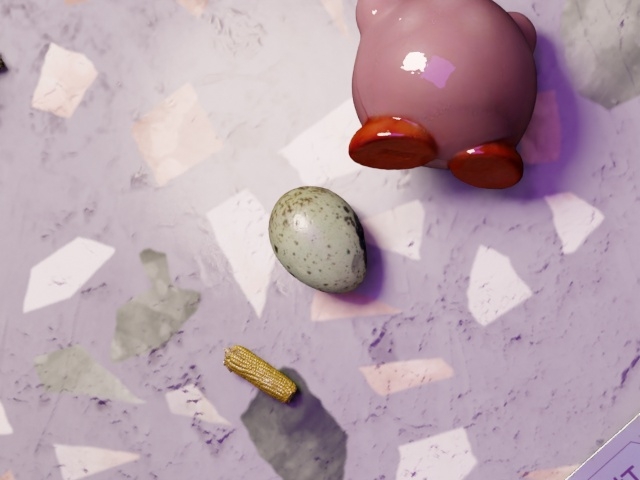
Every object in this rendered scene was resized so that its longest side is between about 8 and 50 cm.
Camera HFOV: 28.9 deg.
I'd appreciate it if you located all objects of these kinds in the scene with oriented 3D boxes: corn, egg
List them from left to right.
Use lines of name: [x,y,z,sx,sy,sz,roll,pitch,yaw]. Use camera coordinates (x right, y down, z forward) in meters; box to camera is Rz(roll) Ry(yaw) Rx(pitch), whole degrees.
corn: [-0.061,0.127,1.188,0.083,0.027,0.028,33,109,13]
egg: [0.000,0.000,1.157,0.085,0.085,0.110,-43,79,6]

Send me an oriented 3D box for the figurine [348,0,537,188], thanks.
figurine: [0.109,-0.144,1.106,0.173,0.173,0.173,-2,83,14]

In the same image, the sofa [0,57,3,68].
sofa: [-0.477,-0.240,1.256,0.200,0.182,0.258,-27,78,9]

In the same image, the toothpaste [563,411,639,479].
toothpaste: [0.256,0.226,1.078,0.313,0.071,0.089,-43,72,6]
